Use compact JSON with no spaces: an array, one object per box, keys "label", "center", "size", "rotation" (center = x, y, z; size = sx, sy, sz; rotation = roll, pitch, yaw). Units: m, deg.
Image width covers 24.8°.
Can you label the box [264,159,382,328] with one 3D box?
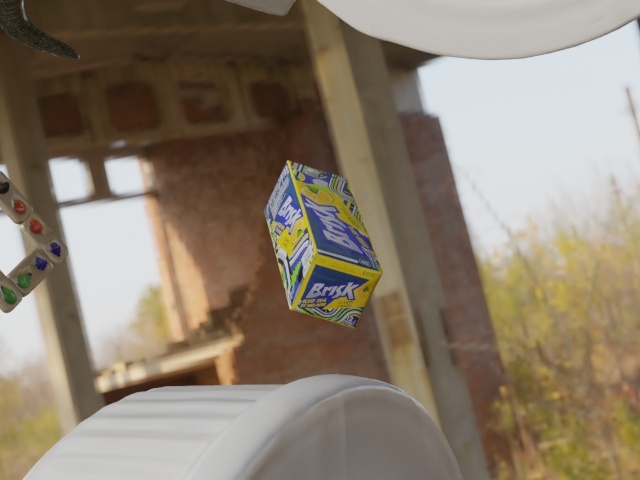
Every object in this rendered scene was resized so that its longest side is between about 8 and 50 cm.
[{"label":"box","center":[0.000,0.000,1.156],"size":[0.059,0.054,0.169],"rotation":[17,24,-17]}]

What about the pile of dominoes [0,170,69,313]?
[{"label":"pile of dominoes","center":[-0.370,-0.034,1.436],"size":[0.040,0.251,0.196],"rotation":[-28,18,39]}]

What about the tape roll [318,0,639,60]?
[{"label":"tape roll","center":[0.088,-0.237,0.732],"size":[0.286,0.286,0.100],"rotation":[-15,11,11]}]

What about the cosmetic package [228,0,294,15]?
[{"label":"cosmetic package","center":[-0.120,-0.554,1.775],"size":[0.327,0.329,0.394],"rotation":[11,-50,-35]}]

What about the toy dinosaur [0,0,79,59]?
[{"label":"toy dinosaur","center":[-0.196,-0.199,0.724],"size":[0.313,0.160,0.121],"rotation":[40,-13,-38]}]

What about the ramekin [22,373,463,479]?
[{"label":"ramekin","center":[-0.045,0.186,0.643],"size":[0.127,0.273,0.273],"rotation":[5,4,31]}]
